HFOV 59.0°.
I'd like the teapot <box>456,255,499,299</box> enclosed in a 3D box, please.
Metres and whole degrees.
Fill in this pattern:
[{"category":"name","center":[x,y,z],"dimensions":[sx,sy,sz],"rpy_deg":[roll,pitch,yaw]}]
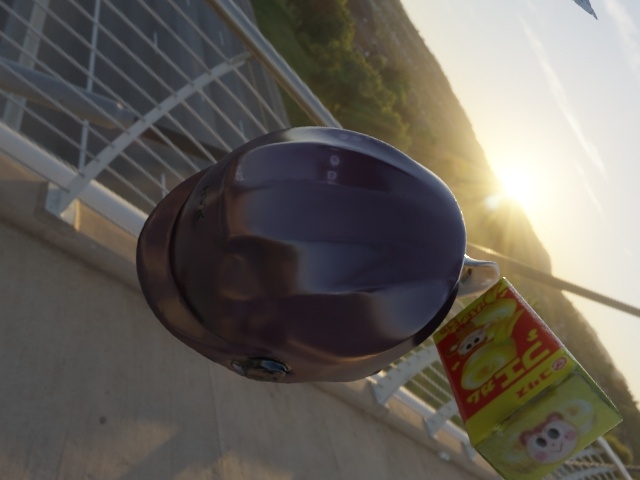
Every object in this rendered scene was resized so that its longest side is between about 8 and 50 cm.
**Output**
[{"category":"teapot","center":[0.106,0.058,0.885],"dimensions":[0.166,0.299,0.208],"rpy_deg":[-127,-152,-56]}]

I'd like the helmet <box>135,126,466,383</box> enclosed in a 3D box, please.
[{"category":"helmet","center":[0.000,0.000,0.576],"dimensions":[0.338,0.197,0.271],"rpy_deg":[17,58,-19]}]

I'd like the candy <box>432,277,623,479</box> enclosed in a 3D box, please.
[{"category":"candy","center":[0.237,0.161,0.709],"dimensions":[0.088,0.146,0.276],"rpy_deg":[47,10,-9]}]

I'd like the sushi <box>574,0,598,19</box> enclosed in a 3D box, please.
[{"category":"sushi","center":[0.150,-0.368,0.577],"dimensions":[0.292,0.059,0.294],"rpy_deg":[-1,69,-45]}]
